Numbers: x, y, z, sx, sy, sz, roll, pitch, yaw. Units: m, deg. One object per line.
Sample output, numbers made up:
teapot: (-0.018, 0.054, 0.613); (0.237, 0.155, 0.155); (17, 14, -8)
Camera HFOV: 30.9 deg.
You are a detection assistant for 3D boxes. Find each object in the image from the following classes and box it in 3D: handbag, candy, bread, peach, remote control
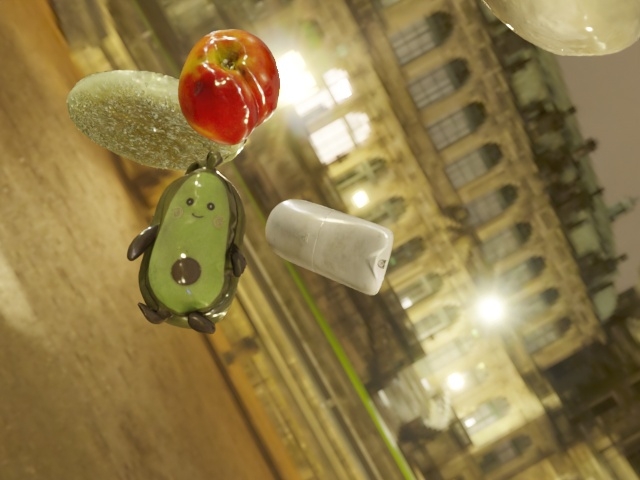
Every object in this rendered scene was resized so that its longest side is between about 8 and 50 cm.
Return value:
handbag: (-0.078, 0.001, 0.707); (0.047, 0.072, 0.111); (103, -3, -80)
candy: (0.252, -0.321, 1.282); (0.295, 0.185, 0.295); (38, 34, -32)
bread: (-0.237, -0.166, 1.678); (0.267, 0.267, 0.040); (61, 36, -62)
peach: (-0.083, -0.139, 1.057); (0.100, 0.101, 0.101); (60, 0, 1)
remote control: (0.000, 0.000, 1.259); (0.044, 0.073, 0.229); (17, 3, -34)
